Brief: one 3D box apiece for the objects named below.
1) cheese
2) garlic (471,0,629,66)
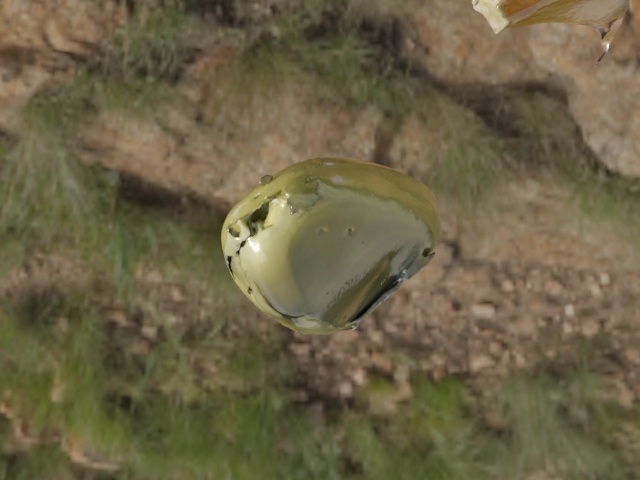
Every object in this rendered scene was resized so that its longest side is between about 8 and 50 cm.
[{"bbox_3d":[0.000,0.000,1.742,0.260,0.128,0.316,-52,147,12],"label":"cheese"},{"bbox_3d":[0.264,-0.277,1.467,0.206,0.128,0.115,8,160,-36],"label":"garlic"}]
